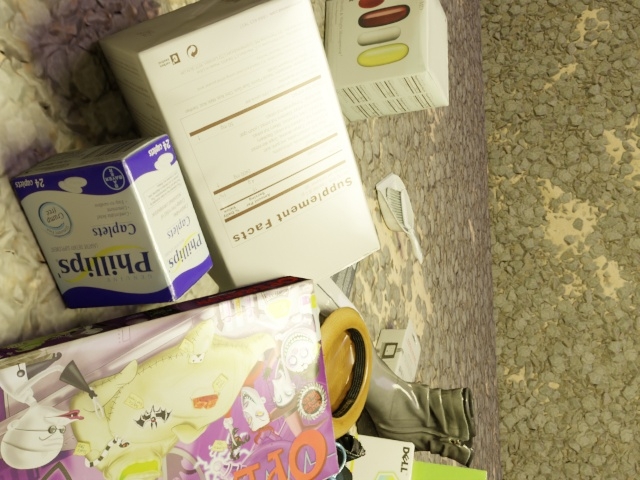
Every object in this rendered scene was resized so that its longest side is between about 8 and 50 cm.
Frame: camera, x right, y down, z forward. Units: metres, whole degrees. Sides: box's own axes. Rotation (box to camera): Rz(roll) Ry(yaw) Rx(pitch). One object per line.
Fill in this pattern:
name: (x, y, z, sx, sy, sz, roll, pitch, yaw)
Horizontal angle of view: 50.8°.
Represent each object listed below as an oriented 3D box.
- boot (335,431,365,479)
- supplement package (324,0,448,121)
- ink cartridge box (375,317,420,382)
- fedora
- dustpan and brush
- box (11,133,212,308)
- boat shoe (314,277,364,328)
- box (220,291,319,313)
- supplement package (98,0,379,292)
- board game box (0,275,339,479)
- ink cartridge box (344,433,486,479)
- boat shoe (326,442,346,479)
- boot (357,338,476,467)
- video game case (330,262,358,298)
boot: (0.028, 0.329, 1.018, 0.121, 0.099, 0.045, 38, 39, -19)
supplement package: (0.127, -0.357, 1.283, 0.149, 0.203, 0.194, 31, 57, -62)
ink cartridge box: (0.156, 0.260, 1.409, 0.180, 0.060, 0.104, -66, 142, -47)
fedora: (0.006, 0.187, 0.975, 0.194, 0.079, 0.194, -4, 94, -59)
dustpan and brush: (0.191, -0.044, 1.541, 0.147, 0.060, 0.211, -40, 121, -61)
box: (-0.186, -0.014, 0.614, 0.072, 0.126, 0.137, -55, 134, -57)
boat shoe: (-0.019, 0.090, 1.018, 0.088, 0.096, 0.267, -47, 139, -10)
box: (-0.069, 0.096, 0.886, 0.102, 0.101, 0.087, 64, 31, -42)
supplement package: (-0.082, -0.100, 0.726, 0.175, 0.177, 0.293, -28, 121, -17)
board game box: (-0.140, 0.166, 0.591, 0.346, 0.056, 0.208, -13, 102, -37)
ink cartridge box: (0.139, 0.429, 1.087, 0.097, 0.255, 0.189, 80, 18, -56)
boat shoe: (-0.007, 0.311, 0.904, 0.258, 0.089, 0.109, 79, 27, -69)
boot: (0.165, 0.270, 1.220, 0.118, 0.222, 0.338, -66, 145, -45)
video game case: (0.000, 0.000, 1.154, 0.196, 0.026, 0.274, -72, 147, -41)
